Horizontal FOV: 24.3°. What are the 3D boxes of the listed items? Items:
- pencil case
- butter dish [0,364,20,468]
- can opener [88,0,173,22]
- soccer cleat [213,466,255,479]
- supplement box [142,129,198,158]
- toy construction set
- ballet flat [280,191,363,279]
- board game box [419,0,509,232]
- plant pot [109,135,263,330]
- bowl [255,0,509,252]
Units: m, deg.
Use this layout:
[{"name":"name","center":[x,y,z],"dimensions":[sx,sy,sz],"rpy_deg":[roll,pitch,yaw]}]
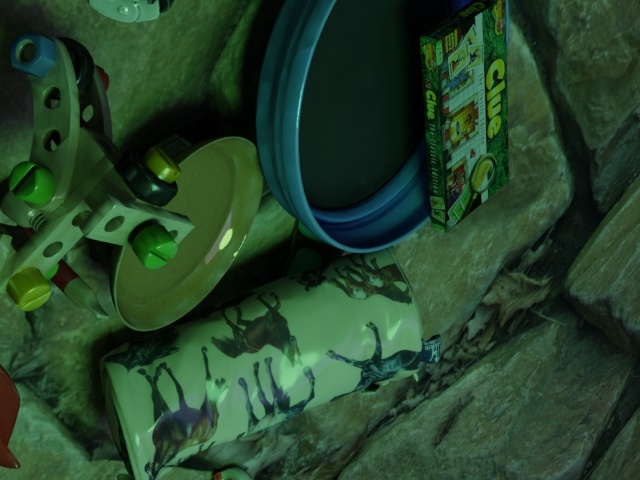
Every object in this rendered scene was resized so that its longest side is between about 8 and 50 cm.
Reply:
[{"name":"pencil case","center":[-0.069,0.152,1.754],"dimensions":[0.410,0.160,0.184],"rpy_deg":[-21,103,-18]},{"name":"butter dish","center":[-0.370,0.142,1.511],"dimensions":[0.118,0.159,0.160],"rpy_deg":[-62,151,-27]},{"name":"can opener","center":[-0.184,-0.322,1.359],"dimensions":[0.280,0.074,0.093],"rpy_deg":[89,17,-45]},{"name":"soccer cleat","center":[-0.152,0.398,2.031],"dimensions":[0.196,0.068,0.076],"rpy_deg":[-56,148,2]},{"name":"supplement box","center":[-0.158,-0.069,1.620],"dimensions":[0.055,0.043,0.083],"rpy_deg":[-32,141,-30]},{"name":"toy construction set","center":[-0.234,-0.009,1.371],"dimensions":[0.257,0.237,0.309],"rpy_deg":[-42,157,-13]},{"name":"ballet flat","center":[0.000,0.000,1.856],"dimensions":[0.213,0.072,0.068],"rpy_deg":[-66,170,22]},{"name":"board game box","center":[0.172,-0.149,1.748],"dimensions":[0.136,0.030,0.260],"rpy_deg":[-40,137,-37]},{"name":"plant pot","center":[-0.148,-0.012,1.595],"dimensions":[0.236,0.032,0.236],"rpy_deg":[-44,152,-31]},{"name":"bowl","center":[0.073,-0.182,1.687],"dimensions":[0.391,0.077,0.391],"rpy_deg":[-30,132,-41]}]
